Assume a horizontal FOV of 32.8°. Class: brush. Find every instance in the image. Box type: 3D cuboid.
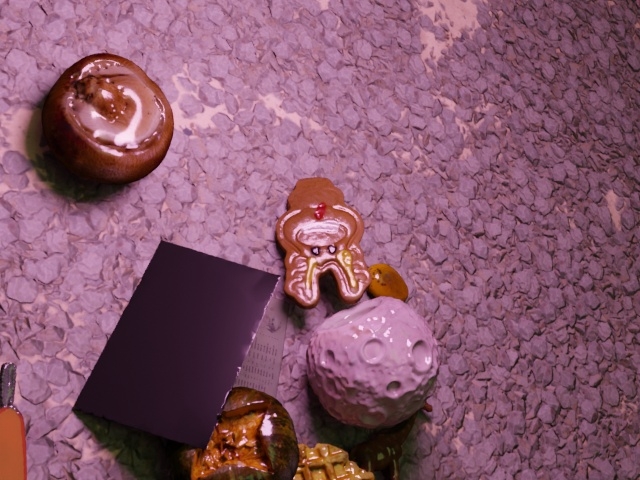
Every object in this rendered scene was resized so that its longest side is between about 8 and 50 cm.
[{"bbox_3d":[-0.506,0.356,1.748,0.070,0.051,0.323,6,72,-25],"label":"brush"}]

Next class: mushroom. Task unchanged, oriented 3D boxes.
[{"bbox_3d":[-0.384,-0.217,1.974,0.253,0.153,0.253,13,64,-28],"label":"mushroom"}]

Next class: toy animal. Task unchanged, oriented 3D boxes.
[{"bbox_3d":[0.147,0.411,2.149,0.224,0.066,0.230,6,64,-32],"label":"toy animal"}]

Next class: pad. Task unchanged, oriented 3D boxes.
[{"bbox_3d":[-0.141,0.216,2.066,0.159,0.009,0.265,21,62,-27],"label":"pad"},{"bbox_3d":[-0.248,0.176,1.926,0.247,0.007,0.368,15,58,12],"label":"pad"}]

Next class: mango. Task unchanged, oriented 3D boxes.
[{"bbox_3d":[0.139,0.093,2.270,0.114,0.057,0.079,32,53,-29],"label":"mango"}]

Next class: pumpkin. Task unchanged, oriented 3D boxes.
[{"bbox_3d":[-0.150,0.373,1.888,0.237,0.159,0.238,-2,60,3],"label":"pumpkin"}]

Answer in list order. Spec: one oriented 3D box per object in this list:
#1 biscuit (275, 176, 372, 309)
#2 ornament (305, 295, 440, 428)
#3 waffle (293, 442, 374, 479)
[{"bbox_3d":[0.000,-0.002,2.166,0.186,0.044,0.295,-6,59,-11],"label":"biscuit"},{"bbox_3d":[0.105,0.237,2.065,0.259,0.259,0.225,-29,99,-37],"label":"ornament"},{"bbox_3d":[-0.020,0.517,1.957,0.307,0.060,0.312,21,60,-5],"label":"waffle"}]
